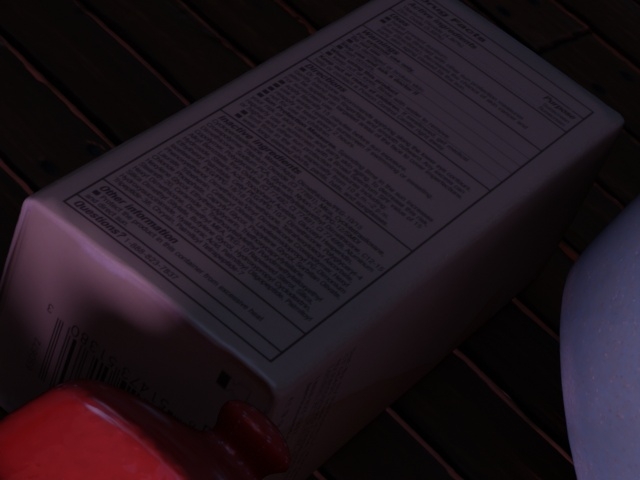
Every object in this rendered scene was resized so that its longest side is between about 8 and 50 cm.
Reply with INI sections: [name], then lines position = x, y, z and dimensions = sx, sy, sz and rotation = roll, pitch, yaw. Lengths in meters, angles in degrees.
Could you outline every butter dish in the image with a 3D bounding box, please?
[butter dish]
position = -0.061, 0.109, 0.730
dimensions = 0.118, 0.160, 0.160
rotation = -45, 67, -7

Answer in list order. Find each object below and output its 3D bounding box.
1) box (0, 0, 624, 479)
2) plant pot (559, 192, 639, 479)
[box]
position = 0.000, 0.000, 0.929
dimensions = 0.148, 0.121, 0.311
rotation = 37, 41, 17
[plant pot]
position = 0.219, 0.063, 0.881
dimensions = 0.195, 0.290, 0.290
rotation = -8, 34, 20
